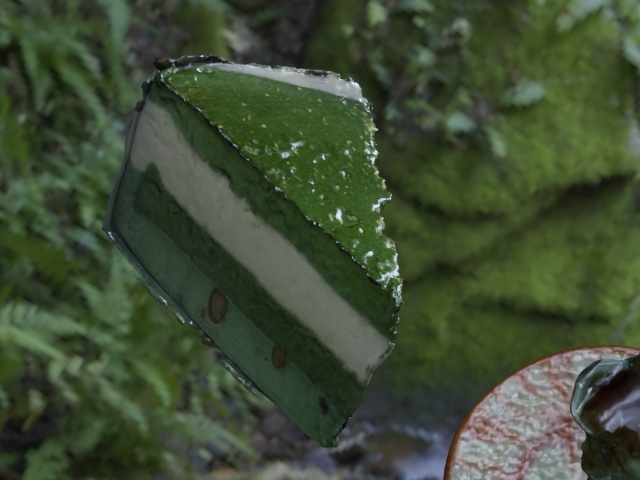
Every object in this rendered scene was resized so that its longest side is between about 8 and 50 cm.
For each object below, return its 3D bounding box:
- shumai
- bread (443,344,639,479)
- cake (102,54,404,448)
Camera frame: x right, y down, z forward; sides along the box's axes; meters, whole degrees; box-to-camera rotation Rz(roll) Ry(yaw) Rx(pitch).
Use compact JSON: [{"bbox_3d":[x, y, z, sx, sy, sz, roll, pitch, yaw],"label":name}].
[{"bbox_3d":[0.307,0.171,1.592,0.203,0.222,0.272,63,-2,-5],"label":"shumai"},{"bbox_3d":[0.290,0.259,1.858,0.114,0.328,0.295,49,45,-56],"label":"bread"},{"bbox_3d":[0.002,0.003,1.280,0.172,0.158,0.283,-10,42,-40],"label":"cake"}]
